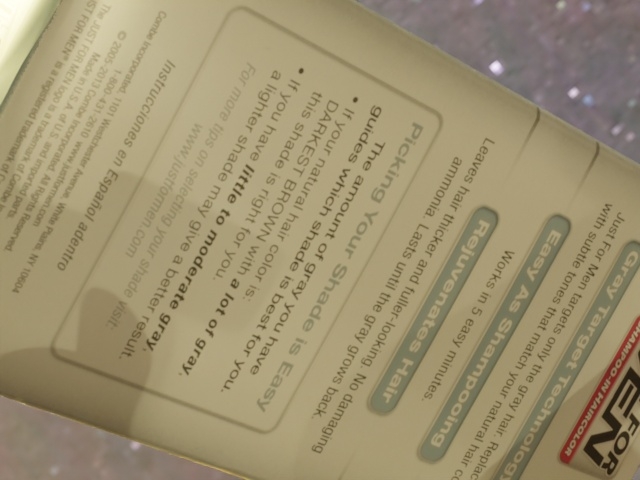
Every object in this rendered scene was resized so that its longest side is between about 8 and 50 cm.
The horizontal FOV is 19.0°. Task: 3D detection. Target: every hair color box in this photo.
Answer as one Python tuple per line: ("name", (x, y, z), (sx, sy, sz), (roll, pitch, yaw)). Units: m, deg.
("hair color box", (0.000, 0.000, 0.790), (0.374, 0.185, 0.113), (25, 6, -38))
